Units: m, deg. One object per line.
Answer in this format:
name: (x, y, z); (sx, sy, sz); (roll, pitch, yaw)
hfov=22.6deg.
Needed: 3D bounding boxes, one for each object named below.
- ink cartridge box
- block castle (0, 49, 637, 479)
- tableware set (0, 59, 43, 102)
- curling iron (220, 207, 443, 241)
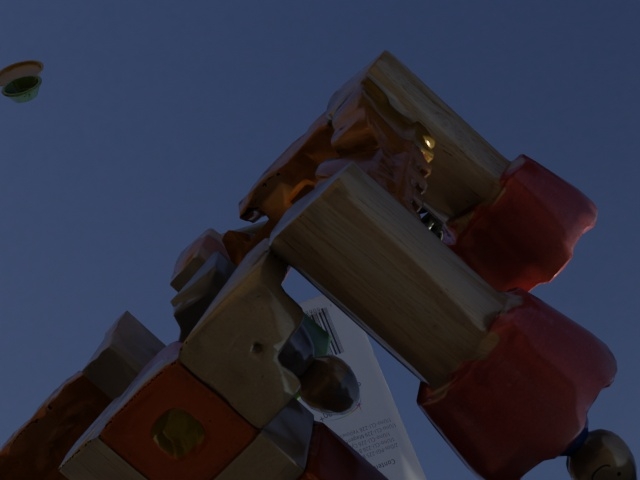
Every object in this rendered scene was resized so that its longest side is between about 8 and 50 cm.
ink cartridge box: (-0.045, 0.232, 1.537); (0.309, 0.130, 0.272); (-38, -109, 55)
block castle: (-0.040, 0.139, 0.873); (0.213, 0.303, 0.453); (42, -72, -8)
tableware set: (-0.308, -0.156, 1.472); (0.154, 0.104, 0.024); (-119, -168, -58)
curling iron: (0.000, 0.000, 1.321); (0.274, 0.035, 0.068); (-3, -93, 36)
